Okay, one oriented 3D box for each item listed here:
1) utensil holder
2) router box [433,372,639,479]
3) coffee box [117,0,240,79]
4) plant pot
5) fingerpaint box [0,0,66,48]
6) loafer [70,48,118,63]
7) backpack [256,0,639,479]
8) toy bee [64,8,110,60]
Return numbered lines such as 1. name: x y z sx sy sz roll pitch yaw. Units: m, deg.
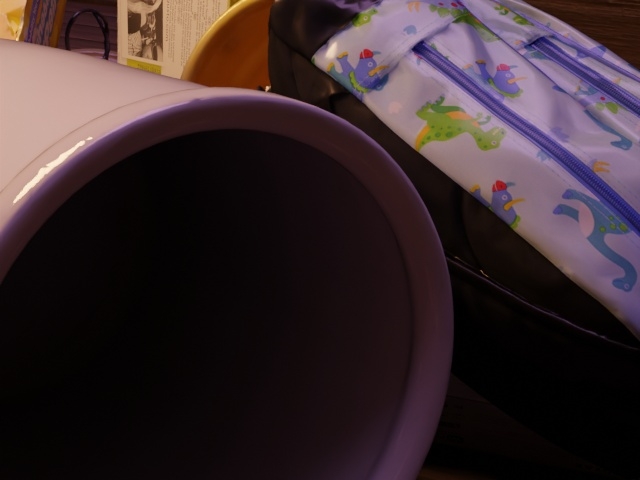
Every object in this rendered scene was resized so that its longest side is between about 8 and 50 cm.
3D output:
1. utensil holder: -0.161 0.038 0.847 0.328 0.327 0.385 -7 18 -35
2. router box: 0.139 0.027 1.098 0.336 0.082 0.301 9 54 15
3. coffee box: -0.051 -0.217 1.699 0.338 0.338 0.334 -6 20 -30
4. plant pot: 0.008 -0.121 1.424 0.254 0.254 0.239 16 -5 34
5. fingerpaint box: -0.455 -0.140 1.217 0.371 0.163 0.444 3 59 -2
6. loafer: -0.281 -0.214 1.982 0.366 0.133 0.130 2 16 -7
7. backpack: 0.147 -0.007 0.882 0.273 0.290 0.355 -26 51 -16
8. toy bee: -0.226 -0.114 1.443 0.162 0.298 0.195 0 20 42
